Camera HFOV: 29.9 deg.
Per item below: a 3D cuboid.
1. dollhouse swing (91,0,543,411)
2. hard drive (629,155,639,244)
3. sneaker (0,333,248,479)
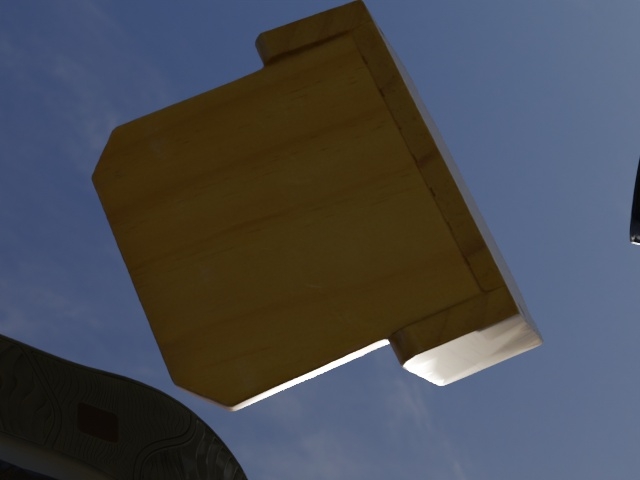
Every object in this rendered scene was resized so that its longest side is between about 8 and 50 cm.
[{"bbox_3d":[0.000,0.000,1.199,0.346,0.305,0.315,65,-171,18],"label":"dollhouse swing"},{"bbox_3d":[0.345,-0.110,0.943,0.054,0.172,0.254,35,-108,-49],"label":"hard drive"},{"bbox_3d":[-0.142,0.127,0.625,0.222,0.118,0.083,34,-147,-30],"label":"sneaker"}]
